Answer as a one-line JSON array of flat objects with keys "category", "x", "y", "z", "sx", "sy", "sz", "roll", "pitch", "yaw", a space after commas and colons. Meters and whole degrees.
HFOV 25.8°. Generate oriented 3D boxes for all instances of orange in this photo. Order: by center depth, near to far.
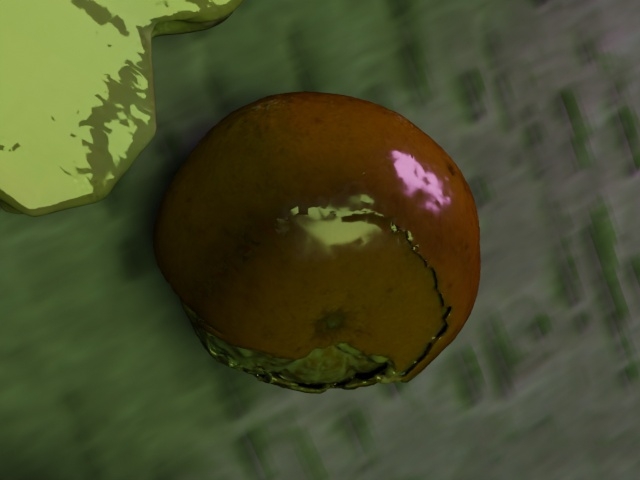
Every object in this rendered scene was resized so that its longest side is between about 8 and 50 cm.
[{"category": "orange", "x": 0.000, "y": 0.000, "z": 0.666, "sx": 0.157, "sy": 0.134, "sz": 0.156, "roll": 2, "pitch": 131, "yaw": 2}]

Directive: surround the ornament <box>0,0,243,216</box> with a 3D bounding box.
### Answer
[{"category": "ornament", "x": -0.127, "y": -0.127, "z": 0.624, "sx": 0.180, "sy": 0.059, "sz": 0.201, "roll": 38, "pitch": 83, "yaw": -21}]
